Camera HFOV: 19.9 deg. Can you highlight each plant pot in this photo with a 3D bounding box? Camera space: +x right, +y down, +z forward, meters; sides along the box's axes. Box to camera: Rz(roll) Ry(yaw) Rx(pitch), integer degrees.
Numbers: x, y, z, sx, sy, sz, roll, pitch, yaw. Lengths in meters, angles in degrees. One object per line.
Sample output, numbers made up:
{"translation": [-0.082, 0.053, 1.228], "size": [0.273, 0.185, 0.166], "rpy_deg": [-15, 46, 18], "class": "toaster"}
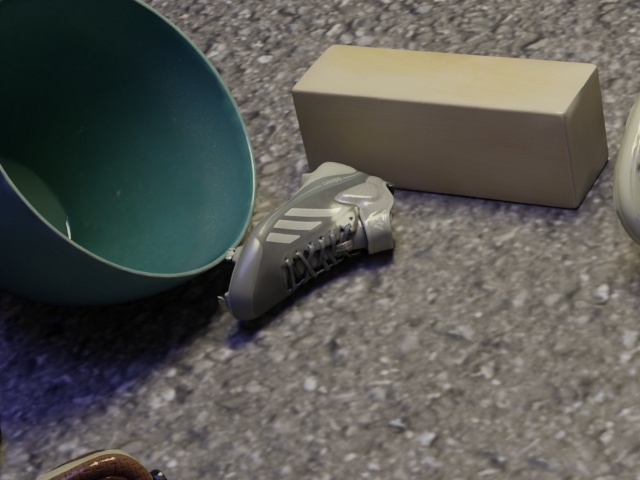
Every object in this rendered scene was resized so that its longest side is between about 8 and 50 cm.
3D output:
{"translation": [-0.229, -0.058, 1.602], "size": [0.195, 0.290, 0.290], "rpy_deg": [-35, 17, 40], "class": "plant pot"}

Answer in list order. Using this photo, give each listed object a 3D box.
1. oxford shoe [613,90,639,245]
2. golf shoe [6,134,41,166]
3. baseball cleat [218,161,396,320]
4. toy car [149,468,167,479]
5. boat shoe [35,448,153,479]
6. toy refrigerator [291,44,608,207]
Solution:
{"translation": [0.365, -0.133, 1.607], "size": [0.130, 0.169, 0.449], "rpy_deg": [-43, 12, 52], "class": "oxford shoe"}
{"translation": [-0.277, -0.094, 1.751], "size": [0.306, 0.115, 0.140], "rpy_deg": [-14, 12, 13], "class": "golf shoe"}
{"translation": [0.000, 0.000, 1.579], "size": [0.109, 0.072, 0.206], "rpy_deg": [13, 45, 24], "class": "baseball cleat"}
{"translation": [-0.080, 0.228, 1.291], "size": [0.239, 0.053, 0.225], "rpy_deg": [-34, 38, -28], "class": "toy car"}
{"translation": [-0.226, 0.233, 1.258], "size": [0.257, 0.095, 0.095], "rpy_deg": [-42, 21, -7], "class": "boat shoe"}
{"translation": [0.119, -0.109, 1.666], "size": [0.270, 0.102, 0.094], "rpy_deg": [8, 39, 29], "class": "toy refrigerator"}
